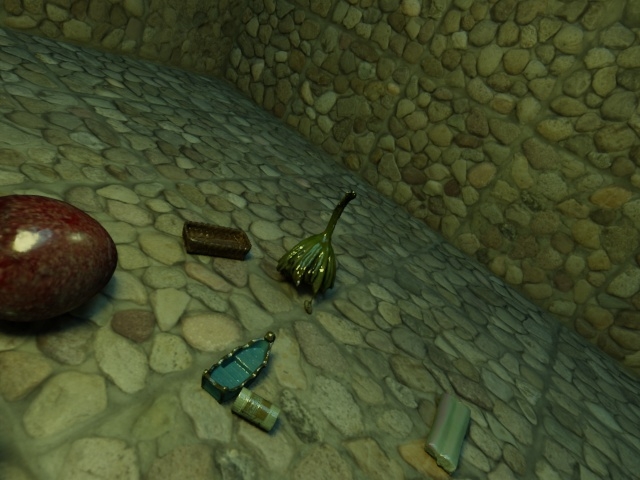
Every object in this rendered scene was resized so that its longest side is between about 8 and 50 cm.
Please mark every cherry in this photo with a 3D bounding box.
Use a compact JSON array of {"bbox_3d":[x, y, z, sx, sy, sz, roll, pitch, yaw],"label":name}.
[{"bbox_3d":[-0.507,0.028,0.744,0.230,0.202,0.300,38,13,23],"label":"cherry"}]

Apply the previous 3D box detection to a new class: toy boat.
[{"bbox_3d":[-0.156,0.247,0.825,0.075,0.077,0.186,37,27,19],"label":"toy boat"}]

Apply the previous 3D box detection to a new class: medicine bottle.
[{"bbox_3d":[-0.121,0.317,0.767,0.083,0.047,0.047,30,25,1],"label":"medicine bottle"}]

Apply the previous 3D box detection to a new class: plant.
[{"bbox_3d":[0.031,0.015,1.181,0.180,0.333,0.251,41,11,-10],"label":"plant"}]

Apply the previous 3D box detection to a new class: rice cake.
[{"bbox_3d":[0.302,0.445,0.964,0.080,0.042,0.222,37,28,15],"label":"rice cake"}]

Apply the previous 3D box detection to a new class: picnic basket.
[{"bbox_3d":[-0.297,0.002,1.163,0.194,0.054,0.110,9,30,-34],"label":"picnic basket"}]
